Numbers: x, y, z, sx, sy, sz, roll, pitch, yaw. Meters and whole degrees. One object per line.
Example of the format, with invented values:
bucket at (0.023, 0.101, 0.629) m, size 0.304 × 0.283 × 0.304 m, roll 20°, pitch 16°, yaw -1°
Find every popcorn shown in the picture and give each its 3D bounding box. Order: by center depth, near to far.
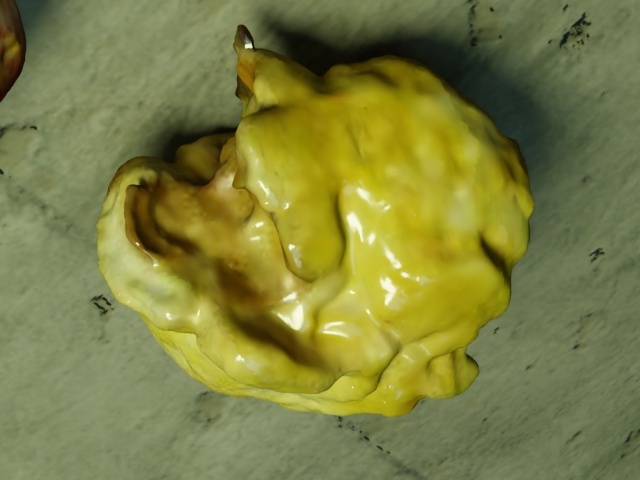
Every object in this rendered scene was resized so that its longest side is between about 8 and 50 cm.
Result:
popcorn at (-0.002, 0.003, 0.881) m, size 0.253 × 0.191 × 0.190 m, roll 6°, pitch 159°, yaw -25°

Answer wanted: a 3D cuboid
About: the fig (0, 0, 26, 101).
fig at (-0.233, -0.110, 0.709) m, size 0.160 × 0.143 × 0.230 m, roll -48°, pitch 131°, yaw -23°
